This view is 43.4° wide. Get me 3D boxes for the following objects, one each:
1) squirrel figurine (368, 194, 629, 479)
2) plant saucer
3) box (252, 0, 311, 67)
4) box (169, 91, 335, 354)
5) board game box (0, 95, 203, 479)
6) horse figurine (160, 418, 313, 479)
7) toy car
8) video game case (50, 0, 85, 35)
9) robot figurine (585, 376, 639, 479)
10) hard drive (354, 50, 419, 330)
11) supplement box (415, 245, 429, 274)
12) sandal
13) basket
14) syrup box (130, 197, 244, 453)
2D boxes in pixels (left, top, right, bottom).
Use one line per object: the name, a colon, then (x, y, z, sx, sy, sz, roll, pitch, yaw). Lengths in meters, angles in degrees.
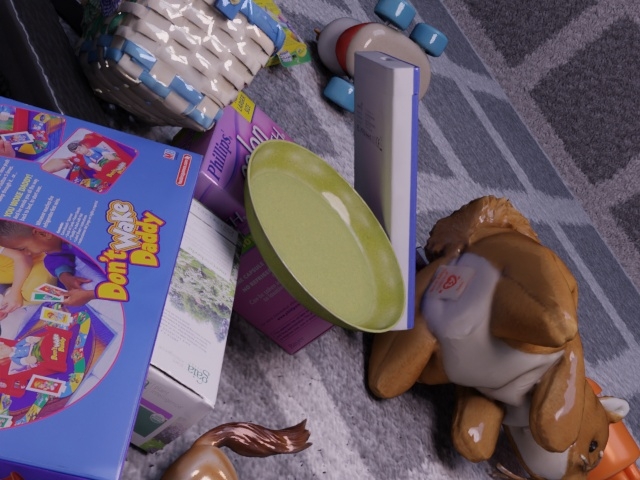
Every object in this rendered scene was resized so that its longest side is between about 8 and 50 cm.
squirrel figurine: (0.287, 0.149, 1.150, 0.370, 0.281, 0.397, 45, 29, -27)
plant saucer: (0.000, 0.000, 0.862, 0.241, 0.037, 0.241, 38, 30, -28)
box: (-0.098, -0.372, 1.404, 0.179, 0.043, 0.105, 53, 35, 5)
box: (-0.070, -0.028, 0.956, 0.243, 0.117, 0.214, 40, 29, -22)
board game box: (-0.228, 0.027, 0.578, 0.233, 0.078, 0.347, 16, 37, -10)
horse figurine: (-0.084, 0.243, 0.650, 0.174, 0.066, 0.263, 36, 38, -17)
toy car: (0.082, -0.362, 1.577, 0.210, 0.219, 0.238, 26, 8, -42)
video game case: (-0.253, -0.309, 1.102, 0.275, 0.035, 0.248, 45, 27, -14)
robot figurine: (0.433, 0.317, 1.320, 0.219, 0.158, 0.128, 62, -11, 18)
hard drive: (0.081, -0.073, 1.041, 0.210, 0.040, 0.319, -118, -154, -69)
supplement box: (0.135, 0.044, 1.263, 0.043, 0.055, 0.083, 57, 26, 11)
sandal: (-0.346, -0.250, 0.798, 0.167, 0.107, 0.446, -15, 81, -84)
basket: (-0.141, -0.276, 0.907, 0.201, 0.289, 0.254, 38, -15, -31)
syrup box: (-0.145, 0.065, 0.746, 0.093, 0.096, 0.237, 37, 31, -24)
